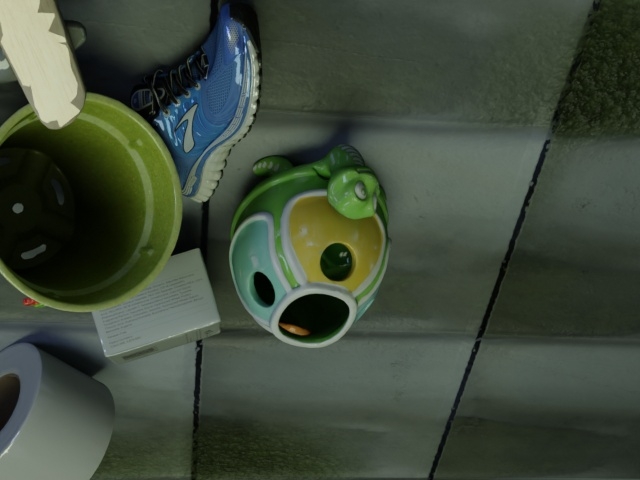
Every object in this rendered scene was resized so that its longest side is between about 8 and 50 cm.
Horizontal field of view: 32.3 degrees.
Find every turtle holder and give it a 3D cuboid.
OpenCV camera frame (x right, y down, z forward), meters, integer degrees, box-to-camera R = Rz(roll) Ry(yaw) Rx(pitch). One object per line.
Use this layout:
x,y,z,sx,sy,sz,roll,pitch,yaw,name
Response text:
0.009,0.012,1.615,0.320,0.227,0.243,-33,130,28,turtle holder

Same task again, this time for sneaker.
-0.173,-0.180,1.464,0.147,0.130,0.330,12,136,-20,sneaker

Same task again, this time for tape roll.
-0.497,0.320,1.903,0.246,0.246,0.169,-31,131,27,tape roll

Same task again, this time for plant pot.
-0.365,-0.048,1.481,0.276,0.276,0.254,29,164,-31,plant pot

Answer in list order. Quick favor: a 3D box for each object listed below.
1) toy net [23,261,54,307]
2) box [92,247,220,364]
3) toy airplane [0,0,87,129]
-0.398,0.060,1.673,0.122,0.045,0.232,-13,173,-9,toy net
-0.253,0.104,1.695,0.181,0.119,0.181,-17,172,-8,box
-0.391,-0.347,1.204,0.384,0.272,0.386,15,99,-34,toy airplane
